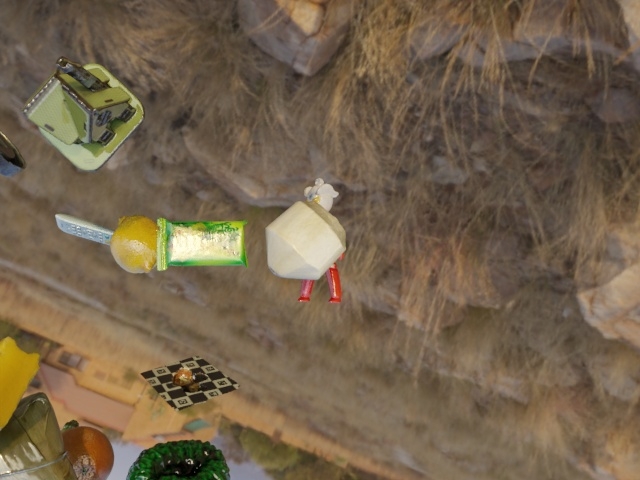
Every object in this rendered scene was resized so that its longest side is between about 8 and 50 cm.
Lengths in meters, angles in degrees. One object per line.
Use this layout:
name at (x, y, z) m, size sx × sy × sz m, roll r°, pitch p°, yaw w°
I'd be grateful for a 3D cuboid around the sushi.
sushi at (-0.336, 0.377, 1.673) m, size 0.193 × 0.040 × 0.210 m, roll -12°, pitch -156°, yaw -39°

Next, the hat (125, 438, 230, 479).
hat at (-0.406, 0.715, 1.784) m, size 0.274 × 0.332 × 0.242 m, roll 9°, pitch -151°, yaw -20°

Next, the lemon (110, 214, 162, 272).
lemon at (-0.615, 0.010, 2.196) m, size 0.244 × 0.187 × 0.187 m, roll 55°, pitch 177°, yaw 32°

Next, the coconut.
coconut at (-0.050, 0.011, 1.757) m, size 0.202 × 0.222 × 0.202 m, roll 45°, pitch 168°, yaw 12°

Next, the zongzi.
zongzi at (-0.754, 0.610, 1.543) m, size 0.393 × 0.356 × 0.174 m, roll 65°, pitch 153°, yaw 3°

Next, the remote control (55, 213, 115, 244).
remote control at (-0.836, -0.034, 2.430) m, size 0.293 × 0.051 × 0.103 m, roll 19°, pitch 152°, yaw -6°

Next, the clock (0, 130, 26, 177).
clock at (-1.048, -0.315, 2.045) m, size 0.280 × 0.055 × 0.280 m, roll 49°, pitch 178°, yaw 2°

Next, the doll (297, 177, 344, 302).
doll at (0.000, 0.000, 1.993) m, size 0.188 × 0.384 × 0.099 m, roll -6°, pitch 170°, yaw 40°

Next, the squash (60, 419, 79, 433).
squash at (-0.843, 0.656, 2.187) m, size 0.105 × 0.132 × 0.105 m, roll -6°, pitch 147°, yaw -4°

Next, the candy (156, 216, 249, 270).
candy at (-0.228, 0.007, 1.274) m, size 0.178 × 0.102 × 0.032 m, roll 0°, pitch 172°, yaw -14°

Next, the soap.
soap at (-0.713, 0.362, 1.353) m, size 0.096 × 0.204 × 0.324 m, roll 35°, pitch 123°, yaw -18°

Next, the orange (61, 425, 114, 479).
orange at (-0.706, 0.649, 1.927) m, size 0.206 × 0.206 × 0.206 m, roll 20°, pitch 159°, yaw 8°

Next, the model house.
model house at (-0.547, -0.292, 1.397) m, size 0.205 × 0.218 × 0.279 m, roll 41°, pitch -178°, yaw 6°
